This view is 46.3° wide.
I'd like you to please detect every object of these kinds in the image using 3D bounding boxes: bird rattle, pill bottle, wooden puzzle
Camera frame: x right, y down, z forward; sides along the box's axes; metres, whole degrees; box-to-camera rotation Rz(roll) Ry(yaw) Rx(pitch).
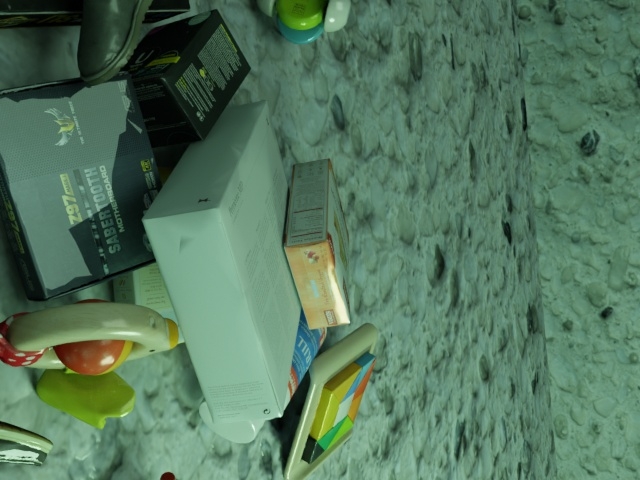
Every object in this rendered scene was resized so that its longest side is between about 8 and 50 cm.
[{"bbox_3d":[-0.271,0.099,0.790,0.253,0.207,0.143,46,30,-57],"label":"bird rattle"},{"bbox_3d":[-0.086,0.188,1.119,0.221,0.124,0.124,-57,132,-43],"label":"pill bottle"},{"bbox_3d":[0.028,0.282,1.290,0.221,0.044,0.238,-25,131,-55],"label":"wooden puzzle"}]

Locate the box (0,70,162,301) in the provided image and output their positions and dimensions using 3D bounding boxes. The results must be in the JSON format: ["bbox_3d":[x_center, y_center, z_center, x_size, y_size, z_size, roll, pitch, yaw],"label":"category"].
[{"bbox_3d":[-0.279,-0.067,0.866,0.183,0.059,0.232,-22,101,-41],"label":"box"}]

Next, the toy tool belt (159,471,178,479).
[{"bbox_3d":[-0.221,0.342,0.969,0.083,0.052,0.051,-39,150,-49],"label":"toy tool belt"}]

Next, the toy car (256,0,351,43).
[{"bbox_3d":[-0.023,-0.420,1.302,0.136,0.159,0.181,103,2,-62],"label":"toy car"}]

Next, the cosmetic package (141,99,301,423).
[{"bbox_3d":[-0.103,0.008,0.994,0.377,0.098,0.284,-81,162,-63],"label":"cosmetic package"}]

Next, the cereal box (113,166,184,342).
[{"bbox_3d":[-0.208,0.021,1.021,0.173,0.047,0.240,-2,88,-58],"label":"cereal box"}]

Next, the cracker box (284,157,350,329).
[{"bbox_3d":[0.000,0.000,1.141,0.232,0.067,0.155,-87,165,-54],"label":"cracker box"}]

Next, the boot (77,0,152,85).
[{"bbox_3d":[-0.277,-0.295,0.792,0.208,0.076,0.189,42,52,-50],"label":"boot"}]

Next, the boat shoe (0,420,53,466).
[{"bbox_3d":[-0.370,0.201,0.725,0.224,0.080,0.073,32,65,-45],"label":"boat shoe"}]

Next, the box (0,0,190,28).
[{"bbox_3d":[-0.309,-0.390,0.889,0.322,0.079,0.257,-29,108,-55],"label":"box"}]

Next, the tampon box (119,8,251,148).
[{"bbox_3d":[-0.192,-0.216,1.006,0.101,0.121,0.161,59,41,-36],"label":"tampon box"}]
